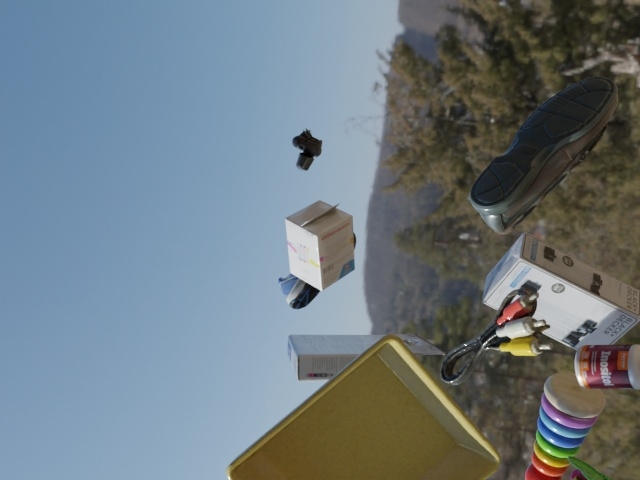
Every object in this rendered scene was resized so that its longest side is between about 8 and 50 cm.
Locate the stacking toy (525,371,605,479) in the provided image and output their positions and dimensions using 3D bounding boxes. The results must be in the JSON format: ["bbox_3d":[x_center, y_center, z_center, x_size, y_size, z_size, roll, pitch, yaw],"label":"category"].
[{"bbox_3d":[0.566,0.484,1.895,0.141,0.141,0.330,-66,-12,-61],"label":"stacking toy"}]

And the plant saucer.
[{"bbox_3d":[0.069,0.339,1.251,0.333,0.333,0.081,49,-178,-24],"label":"plant saucer"}]

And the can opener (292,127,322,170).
[{"bbox_3d":[-0.028,-0.180,1.527,0.073,0.059,0.186,-55,2,10],"label":"can opener"}]

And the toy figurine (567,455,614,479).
[{"bbox_3d":[0.529,0.546,1.570,0.130,0.173,0.159,23,-83,-38],"label":"toy figurine"}]

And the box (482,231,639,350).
[{"bbox_3d":[0.518,0.122,1.691,0.169,0.290,0.087,-59,5,44],"label":"box"}]

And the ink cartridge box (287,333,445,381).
[{"bbox_3d":[0.095,0.273,1.856,0.324,0.330,0.071,-173,84,-85],"label":"ink cartridge box"}]

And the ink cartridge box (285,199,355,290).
[{"bbox_3d":[0.000,0.000,1.454,0.092,0.090,0.143,-30,-49,-34],"label":"ink cartridge box"}]

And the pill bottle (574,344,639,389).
[{"bbox_3d":[0.575,0.242,1.504,0.086,0.152,0.086,12,-105,-49],"label":"pill bottle"}]

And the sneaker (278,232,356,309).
[{"bbox_3d":[-0.010,0.049,1.705,0.211,0.081,0.080,-45,-32,2],"label":"sneaker"}]

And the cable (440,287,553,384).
[{"bbox_3d":[0.317,0.179,1.486,0.287,0.072,0.139,-31,55,43],"label":"cable"}]

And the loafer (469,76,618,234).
[{"bbox_3d":[0.322,-0.120,1.120,0.267,0.096,0.084,-43,-49,-6],"label":"loafer"}]
